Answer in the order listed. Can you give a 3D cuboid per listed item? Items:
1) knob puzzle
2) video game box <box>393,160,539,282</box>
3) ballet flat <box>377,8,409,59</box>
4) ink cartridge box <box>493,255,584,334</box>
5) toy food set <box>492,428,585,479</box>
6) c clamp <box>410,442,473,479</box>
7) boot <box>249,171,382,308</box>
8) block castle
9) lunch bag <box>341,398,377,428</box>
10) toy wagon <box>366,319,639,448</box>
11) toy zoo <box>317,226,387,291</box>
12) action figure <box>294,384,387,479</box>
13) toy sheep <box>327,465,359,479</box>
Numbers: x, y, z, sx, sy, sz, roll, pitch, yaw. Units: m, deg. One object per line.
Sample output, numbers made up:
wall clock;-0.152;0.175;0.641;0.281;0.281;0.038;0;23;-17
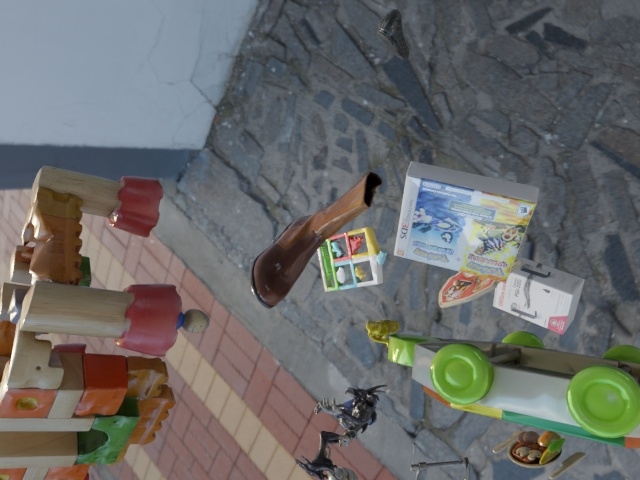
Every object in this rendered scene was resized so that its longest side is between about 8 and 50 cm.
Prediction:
knob puzzle;0.359;0.095;1.343;0.213;0.213;0.030;-24;104;38
video game box;0.234;-0.028;0.933;0.205;0.048;0.187;14;138;13
ballet flat;0.142;-0.369;1.013;0.057;0.173;0.049;39;103;9
ink cartridge box;0.625;0.152;1.612;0.218;0.092;0.158;24;134;35
toy food set;0.513;0.494;1.331;0.192;0.132;0.038;0;108;61
c clamp;0.270;0.514;1.234;0.022;0.161;0.137;-124;40;-70
boot;0.000;0.000;1.127;0.280;0.264;0.096;-31;103;34
block castle;-0.336;0.151;0.784;0.453;0.213;0.303;-56;38;29
lunch bag;0.107;0.468;1.527;0.098;0.065;0.067;-25;109;5
toy wagon;0.209;0.140;0.600;0.345;0.267;0.068;3;86;33
toy zoo;0.110;0.065;1.891;0.293;0.030;0.192;-15;84;45
action figure;0.048;0.444;1.375;0.141;0.275;0.164;36;152;13
toy sheep;0.063;0.663;1.518;0.091;0.091;0.132;-16;120;39
